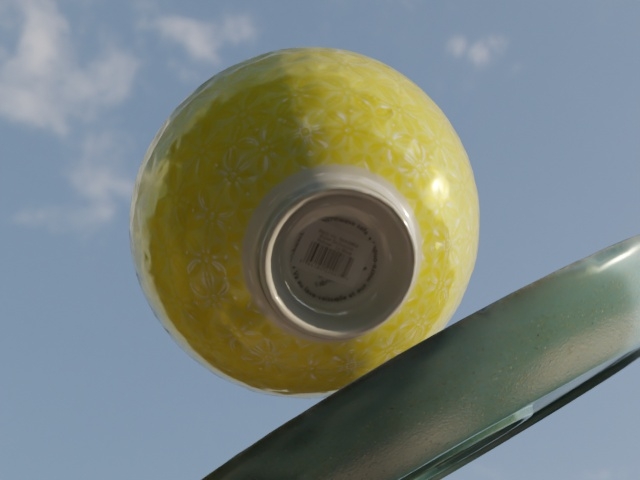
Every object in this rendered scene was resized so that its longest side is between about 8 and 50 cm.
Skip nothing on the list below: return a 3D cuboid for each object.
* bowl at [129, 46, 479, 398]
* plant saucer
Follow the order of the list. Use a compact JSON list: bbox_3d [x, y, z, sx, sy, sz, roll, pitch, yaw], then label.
[{"bbox_3d":[0.000,0.000,1.027,0.290,0.156,0.289,-2,-78,-9],"label":"bowl"},{"bbox_3d":[0.052,0.095,0.664,0.318,0.043,0.317,-28,-14,-7],"label":"plant saucer"}]
